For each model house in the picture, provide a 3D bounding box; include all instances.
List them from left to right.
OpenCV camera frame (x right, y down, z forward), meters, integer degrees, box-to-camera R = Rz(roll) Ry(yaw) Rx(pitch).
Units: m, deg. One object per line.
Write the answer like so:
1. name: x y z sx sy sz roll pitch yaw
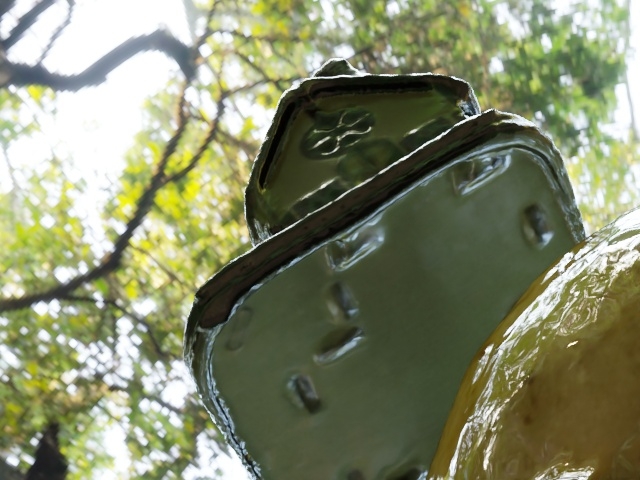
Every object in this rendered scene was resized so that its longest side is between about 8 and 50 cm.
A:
1. model house: 0.000 0.000 0.769 0.218 0.204 0.278 -31 -145 -8

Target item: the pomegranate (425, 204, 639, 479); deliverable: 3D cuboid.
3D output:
1. pomegranate: 0.160 0.105 0.368 0.281 0.281 0.281 -8 -120 15
